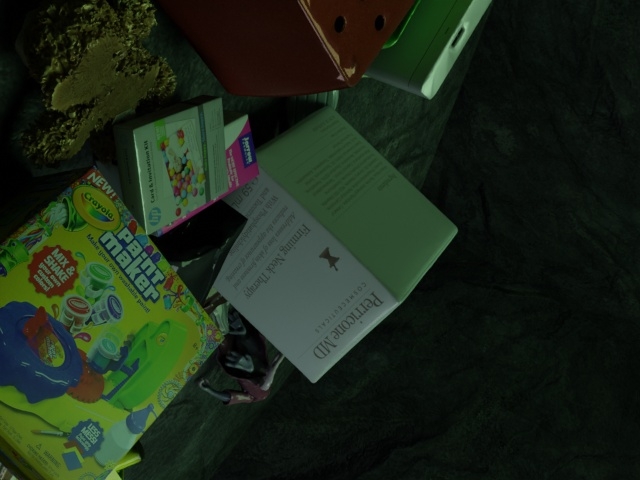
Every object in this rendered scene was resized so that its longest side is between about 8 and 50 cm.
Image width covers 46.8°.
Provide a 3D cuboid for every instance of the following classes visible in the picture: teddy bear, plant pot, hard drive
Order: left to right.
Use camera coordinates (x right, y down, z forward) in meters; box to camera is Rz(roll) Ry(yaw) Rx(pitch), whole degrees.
[{"bbox_3d":[-0.279,-0.202,0.909,0.245,0.113,0.338,-54,176,13],"label":"teddy bear"},{"bbox_3d":[-0.029,-0.346,0.982,0.267,0.236,0.267,-56,144,-12],"label":"plant pot"},{"bbox_3d":[0.139,-0.424,1.423,0.047,0.353,0.233,27,95,-45],"label":"hard drive"}]

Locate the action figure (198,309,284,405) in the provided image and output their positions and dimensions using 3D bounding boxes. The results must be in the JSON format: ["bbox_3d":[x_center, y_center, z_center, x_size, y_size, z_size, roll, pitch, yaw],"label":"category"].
[{"bbox_3d":[-0.189,0.367,2.144,0.248,0.276,0.370,-58,154,-32],"label":"action figure"}]

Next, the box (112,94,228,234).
[{"bbox_3d":[-0.197,-0.108,1.009,0.186,0.038,0.145,-36,131,-52],"label":"box"}]

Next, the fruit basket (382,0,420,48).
[{"bbox_3d":[0.119,-0.518,1.215,0.392,0.283,0.392,-60,-178,3],"label":"fruit basket"}]

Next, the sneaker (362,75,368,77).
[{"bbox_3d":[0.112,-0.451,1.822,0.084,0.069,0.185,-60,169,29],"label":"sneaker"}]

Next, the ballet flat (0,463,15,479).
[{"bbox_3d":[-0.547,0.397,1.160,0.342,0.116,0.124,-58,160,8],"label":"ballet flat"}]

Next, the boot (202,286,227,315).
[{"bbox_3d":[-0.226,0.113,1.760,0.207,0.090,0.248,-49,149,-15],"label":"boot"}]

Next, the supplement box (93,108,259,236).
[{"bbox_3d":[-0.214,-0.114,1.140,0.220,0.114,0.111,-38,131,-38],"label":"supplement box"}]

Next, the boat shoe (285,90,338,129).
[{"bbox_3d":[-0.026,-0.290,1.657,0.302,0.109,0.094,109,-7,-53],"label":"boat shoe"}]

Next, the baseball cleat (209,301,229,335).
[{"bbox_3d":[-0.246,0.170,1.879,0.109,0.072,0.206,-53,166,-24],"label":"baseball cleat"}]

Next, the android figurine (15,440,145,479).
[{"bbox_3d":[-0.455,0.385,1.279,0.273,0.056,0.248,-21,119,-5],"label":"android figurine"}]

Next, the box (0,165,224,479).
[{"bbox_3d":[-0.327,0.110,0.908,0.279,0.177,0.290,-51,121,-33],"label":"box"}]

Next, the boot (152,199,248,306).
[{"bbox_3d":[-0.311,0.165,1.341,0.445,0.146,0.367,-56,-176,40],"label":"boot"}]

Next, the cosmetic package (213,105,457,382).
[{"bbox_3d":[0.000,0.000,1.540,0.329,0.394,0.327,-49,176,39],"label":"cosmetic package"}]
